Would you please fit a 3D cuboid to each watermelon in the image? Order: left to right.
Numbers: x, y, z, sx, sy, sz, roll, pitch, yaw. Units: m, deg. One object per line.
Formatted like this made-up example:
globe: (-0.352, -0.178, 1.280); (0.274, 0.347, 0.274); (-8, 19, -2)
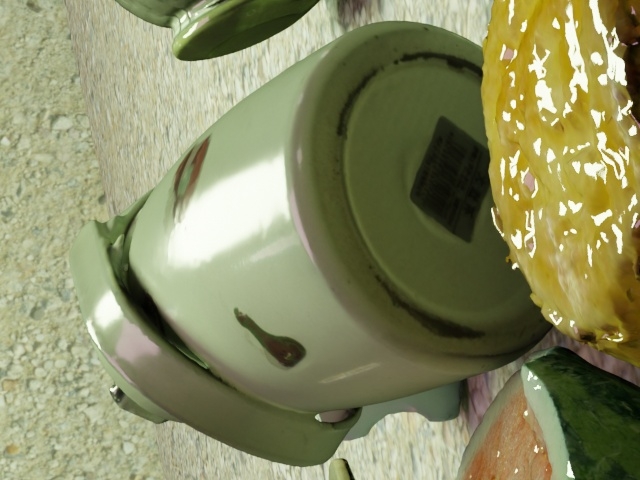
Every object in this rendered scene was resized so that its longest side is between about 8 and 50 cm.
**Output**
watermelon: (0.134, 0.170, 0.780); (0.224, 0.180, 0.305); (53, 170, 6)

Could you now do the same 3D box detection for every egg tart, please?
egg tart: (0.153, -0.054, 0.687); (0.341, 0.132, 0.341); (170, 90, -77)

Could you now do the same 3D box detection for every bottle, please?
bottle: (-0.030, 0.024, 1.020); (0.352, 0.229, 0.229); (-24, 74, 49)

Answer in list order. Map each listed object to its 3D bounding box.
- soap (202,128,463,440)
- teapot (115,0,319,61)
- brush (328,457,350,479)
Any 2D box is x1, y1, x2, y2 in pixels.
soap: (0.000, 0.000, 1.324); (0.347, 0.115, 0.208); (-136, 40, -66)
teapot: (-0.060, -0.285, 1.297); (0.239, 0.322, 0.239); (64, -155, 1)
brush: (0.046, 0.337, 1.491); (0.336, 0.020, 0.085); (-106, 18, -45)
